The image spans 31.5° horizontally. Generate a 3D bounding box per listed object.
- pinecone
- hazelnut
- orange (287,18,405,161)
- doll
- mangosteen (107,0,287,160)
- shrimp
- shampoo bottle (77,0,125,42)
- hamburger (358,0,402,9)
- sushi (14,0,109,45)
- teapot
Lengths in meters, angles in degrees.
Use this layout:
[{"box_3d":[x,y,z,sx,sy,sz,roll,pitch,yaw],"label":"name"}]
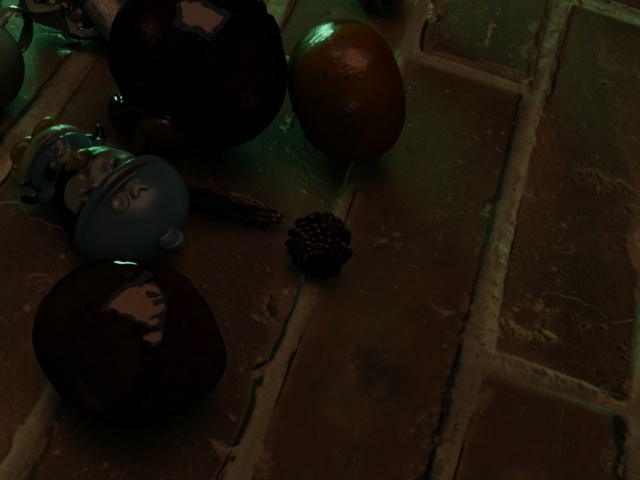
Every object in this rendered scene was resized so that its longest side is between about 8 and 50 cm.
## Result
[{"box_3d":[-0.004,0.000,1.639,0.102,0.102,0.109,4,28,-11],"label":"pinecone"},{"box_3d":[-0.228,0.114,1.401,0.234,0.218,0.218,35,49,19],"label":"hazelnut"},{"box_3d":[0.036,-0.232,1.775,0.171,0.240,0.240,-17,52,-6],"label":"orange"},{"box_3d":[-0.305,-0.067,1.597,0.314,0.141,0.177,33,69,25],"label":"doll"},{"box_3d":[-0.197,-0.265,1.716,0.293,0.297,0.297,-22,49,8],"label":"mangosteen"},{"box_3d":[-0.143,-0.059,1.675,0.190,0.101,0.042,20,88,-8],"label":"shrimp"},{"box_3d":[-0.341,-0.379,1.890,0.087,0.050,0.183,-34,81,-29],"label":"shampoo bottle"},{"box_3d":[0.113,-0.512,2.113,0.115,0.162,0.162,0,47,-7],"label":"hamburger"},{"box_3d":[-0.367,-0.441,1.977,0.294,0.059,0.292,15,59,-15],"label":"sushi"},{"box_3d":[-0.552,-0.275,1.738,0.193,0.129,0.294,34,49,16],"label":"teapot"}]
